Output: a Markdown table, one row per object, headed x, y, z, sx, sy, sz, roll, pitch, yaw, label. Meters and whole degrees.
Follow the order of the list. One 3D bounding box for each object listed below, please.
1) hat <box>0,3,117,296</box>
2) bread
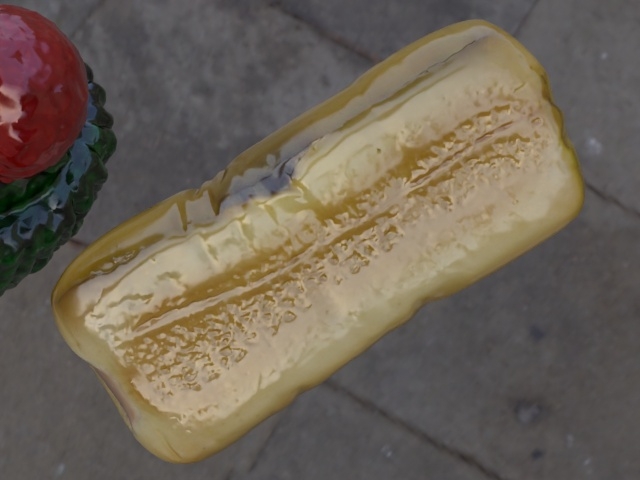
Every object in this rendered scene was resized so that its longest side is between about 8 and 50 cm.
| x | y | z | sx | sy | sz | roll | pitch | yaw | label |
| --- | --- | --- | --- | --- | --- | --- | --- | --- | --- |
| -0.277 | -0.086 | 1.116 | 0.242 | 0.332 | 0.274 | 48 | 63 | -3 | hat |
| 0.000 | 0.000 | 0.838 | 0.142 | 0.305 | 0.091 | 56 | 5 | -20 | bread |
